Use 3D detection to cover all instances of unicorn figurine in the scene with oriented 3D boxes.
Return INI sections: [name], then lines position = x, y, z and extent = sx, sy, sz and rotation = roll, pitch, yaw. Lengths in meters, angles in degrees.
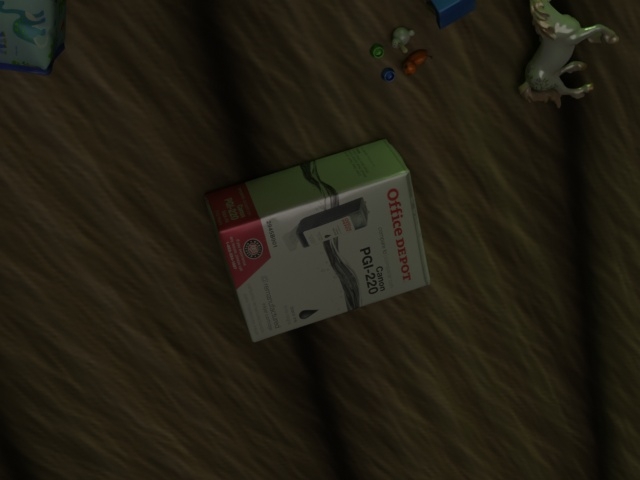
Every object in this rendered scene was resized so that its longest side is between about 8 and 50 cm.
[unicorn figurine]
position = 0.260, -0.215, 1.082
extent = 0.111, 0.060, 0.162
rotation = 4, 117, -19

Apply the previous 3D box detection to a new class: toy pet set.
[toy pet set]
position = 0.101, -0.228, 1.025
extent = 0.114, 0.065, 0.122
rotation = -30, 123, 2

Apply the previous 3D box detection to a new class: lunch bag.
[lunch bag]
position = -0.309, -0.228, 0.894
extent = 0.151, 0.096, 0.129
rotation = 9, 119, -5

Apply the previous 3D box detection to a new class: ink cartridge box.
[ink cartridge box]
position = 0.000, 0.000, 1.111
extent = 0.217, 0.092, 0.159
rotation = -19, 122, -7
